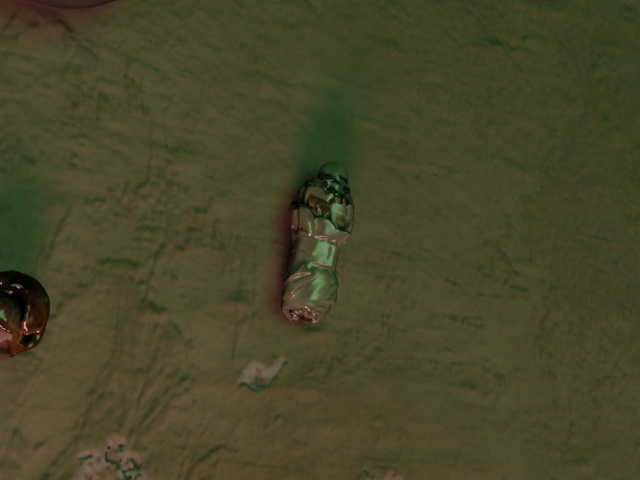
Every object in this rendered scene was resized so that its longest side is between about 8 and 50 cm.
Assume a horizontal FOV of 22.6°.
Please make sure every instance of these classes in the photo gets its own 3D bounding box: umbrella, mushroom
[{"bbox_3d":[0.000,0.000,1.364,0.067,0.062,0.143,40,56,-53],"label":"umbrella"},{"bbox_3d":[-0.263,0.103,1.170,0.060,0.061,0.187,38,71,-15],"label":"mushroom"}]

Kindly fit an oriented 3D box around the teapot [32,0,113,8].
[{"bbox_3d":[-0.205,-0.275,1.259,0.294,0.129,0.193,-34,97,-37],"label":"teapot"}]
